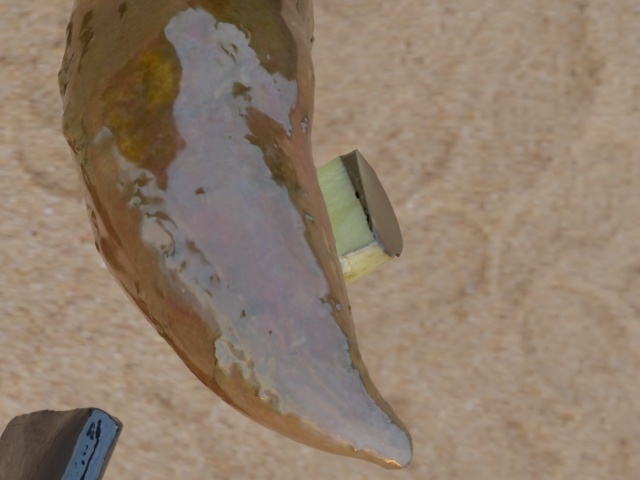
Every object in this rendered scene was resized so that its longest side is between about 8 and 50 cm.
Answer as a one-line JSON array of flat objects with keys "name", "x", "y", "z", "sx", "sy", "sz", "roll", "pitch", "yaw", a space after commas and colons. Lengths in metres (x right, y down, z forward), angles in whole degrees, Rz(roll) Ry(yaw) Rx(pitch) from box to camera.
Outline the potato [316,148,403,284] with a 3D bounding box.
[{"name": "potato", "x": 0.000, "y": 0.000, "z": 1.399, "sx": 0.103, "sy": 0.096, "sz": 0.066, "roll": -22, "pitch": 136, "yaw": 14}]

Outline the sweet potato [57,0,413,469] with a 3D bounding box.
[{"name": "sweet potato", "x": -0.046, "y": -0.070, "z": 0.710, "sx": 0.106, "sy": 0.095, "sz": 0.354, "roll": 2, "pitch": 52, "yaw": -16}]

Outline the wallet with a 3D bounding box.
[{"name": "wallet", "x": -0.224, "y": 0.232, "z": 1.362, "sx": 0.044, "sy": 0.149, "sz": 0.250, "roll": 31, "pitch": 68, "yaw": -27}]
